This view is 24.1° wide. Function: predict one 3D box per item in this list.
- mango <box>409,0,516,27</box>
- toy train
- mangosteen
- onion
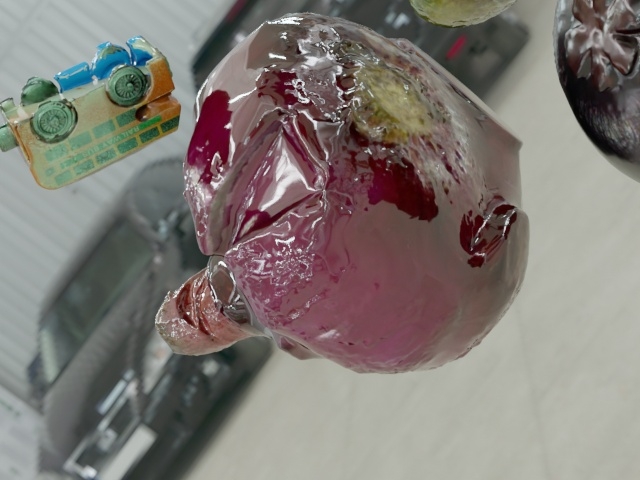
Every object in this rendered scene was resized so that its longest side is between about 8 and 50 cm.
[{"bbox_3d":[0.136,-0.234,0.678,0.316,0.146,0.193,-51,-18,-6],"label":"mango"},{"bbox_3d":[-0.230,-0.126,1.481,0.188,0.099,0.072,-28,41,-12],"label":"toy train"},{"bbox_3d":[0.375,-0.185,1.299,0.347,0.306,0.307,-7,-15,-26],"label":"mangosteen"},{"bbox_3d":[0.000,0.000,1.547,0.420,0.398,0.398,-51,8,29],"label":"onion"}]
